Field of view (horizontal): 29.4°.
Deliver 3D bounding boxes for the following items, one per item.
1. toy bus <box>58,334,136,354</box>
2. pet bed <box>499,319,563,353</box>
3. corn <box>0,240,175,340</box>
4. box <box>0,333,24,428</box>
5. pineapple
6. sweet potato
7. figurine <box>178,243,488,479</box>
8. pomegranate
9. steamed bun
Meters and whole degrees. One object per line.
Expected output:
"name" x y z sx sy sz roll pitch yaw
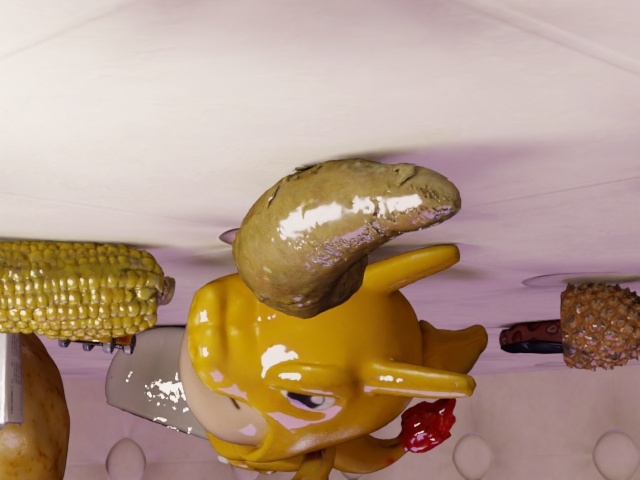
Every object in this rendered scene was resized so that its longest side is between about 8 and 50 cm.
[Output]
"toy bus" -0.286 0.109 1.585 0.069 0.074 0.162 6 173 5
"pet bed" 0.405 0.171 2.101 0.201 0.053 0.201 -1 170 0
"corn" -0.290 0.042 1.128 0.320 0.097 0.097 5 169 -23
"box" -0.481 0.114 1.281 0.333 0.173 0.145 1 171 -14
"pineapple" 0.434 0.095 1.485 0.277 0.130 0.119 -2 142 18
"sweet potato" -0.003 0.002 0.899 0.124 0.098 0.310 -20 174 -15
"figurine" 0.016 0.144 1.338 0.401 0.268 0.387 -32 161 -18
"pomegranate" -0.535 0.254 1.635 0.410 0.410 0.410 -1 171 0
"steamed bun" -0.225 0.232 2.034 0.241 0.164 0.146 18 172 3
